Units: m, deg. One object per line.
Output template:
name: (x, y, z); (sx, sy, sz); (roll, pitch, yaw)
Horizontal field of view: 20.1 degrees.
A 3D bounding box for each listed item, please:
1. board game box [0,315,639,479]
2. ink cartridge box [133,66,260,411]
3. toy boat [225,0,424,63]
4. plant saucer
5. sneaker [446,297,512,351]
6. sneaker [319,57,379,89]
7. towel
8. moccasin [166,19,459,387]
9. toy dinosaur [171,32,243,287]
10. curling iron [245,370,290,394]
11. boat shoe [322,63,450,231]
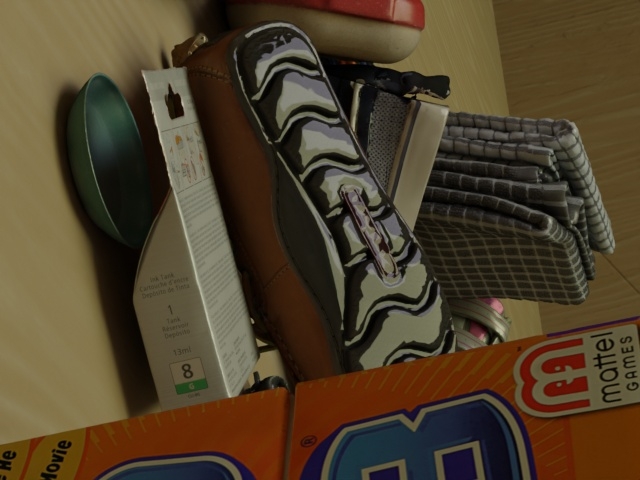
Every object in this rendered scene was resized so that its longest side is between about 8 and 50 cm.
board game box: (0.030, 0.308, 0.827); (0.356, 0.356, 0.356); (-85, 160, -53)
ink cartridge box: (-0.099, -0.003, 1.237); (0.181, 0.056, 0.224); (-55, 129, -83)
toy boat: (0.004, -0.240, 1.603); (0.231, 0.151, 0.151); (-159, -102, -70)
plant saucer: (-0.142, -0.051, 1.195); (0.119, 0.021, 0.119); (-12, 90, -79)
sneaker: (0.151, 0.109, 1.985); (0.103, 0.111, 0.252); (33, 23, -15)
sneaker: (-0.026, -0.219, 1.769); (0.083, 0.087, 0.221); (29, 32, -62)
towel: (0.149, -0.025, 1.886); (0.235, 0.284, 0.121); (60, 42, -56)
moccasin: (-0.012, 0.027, 1.366); (0.139, 0.147, 0.380); (-32, 95, -40)
toy dinosaur: (-0.078, -0.062, 1.458); (0.112, 0.064, 0.211); (-25, 100, -51)
curling iron: (-0.031, 0.226, 1.394); (0.068, 0.035, 0.274); (60, 21, -56)
boat shoe: (0.000, 0.000, 1.611); (0.127, 0.158, 0.340); (-61, 166, -85)
